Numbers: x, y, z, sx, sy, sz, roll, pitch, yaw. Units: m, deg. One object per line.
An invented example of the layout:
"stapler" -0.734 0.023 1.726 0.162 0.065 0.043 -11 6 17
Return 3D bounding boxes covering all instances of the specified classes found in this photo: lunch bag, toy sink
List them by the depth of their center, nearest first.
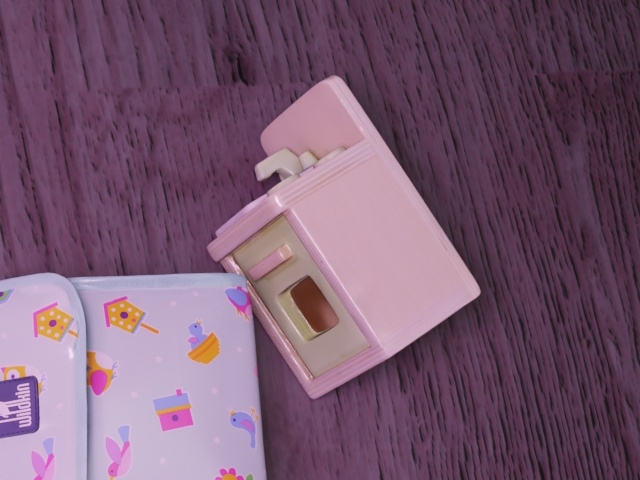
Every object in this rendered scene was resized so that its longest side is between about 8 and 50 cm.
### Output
"lunch bag" -0.185 0.144 1.493 0.262 0.160 0.223 2 72 -20
"toy sink" 0.000 0.000 1.650 0.131 0.153 0.234 -32 89 -33
